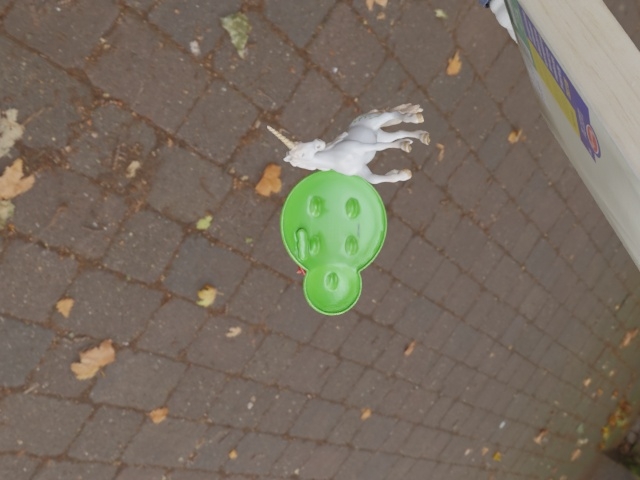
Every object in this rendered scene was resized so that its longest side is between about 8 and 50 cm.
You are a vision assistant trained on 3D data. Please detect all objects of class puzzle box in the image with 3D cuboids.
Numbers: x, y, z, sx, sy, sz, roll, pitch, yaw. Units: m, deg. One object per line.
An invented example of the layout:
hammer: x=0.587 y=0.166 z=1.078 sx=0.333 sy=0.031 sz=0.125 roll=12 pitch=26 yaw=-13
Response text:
puzzle box: x=0.293 y=-0.104 z=0.669 sx=0.052 sy=0.272 sz=0.409 roll=-30 pitch=159 yaw=17

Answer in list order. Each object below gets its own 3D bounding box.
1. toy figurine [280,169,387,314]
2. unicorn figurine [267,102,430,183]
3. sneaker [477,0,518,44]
toy figurine: x=0.000 y=0.000 z=0.840 sx=0.130 sy=0.159 sz=0.173 roll=0 pitch=91 yaw=-13
unicorn figurine: x=0.038 y=-0.091 z=0.621 sx=0.162 sy=0.111 sz=0.060 roll=-38 pitch=129 yaw=-59
sneaker: x=0.163 y=-0.326 z=0.732 sx=0.130 sy=0.322 sz=0.236 roll=-32 pitch=114 yaw=-35
